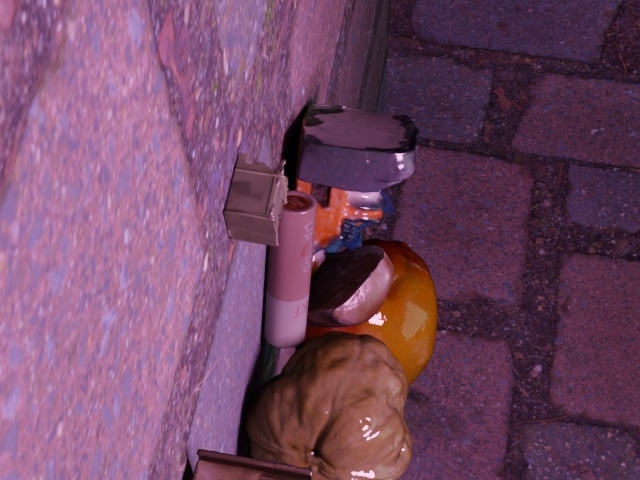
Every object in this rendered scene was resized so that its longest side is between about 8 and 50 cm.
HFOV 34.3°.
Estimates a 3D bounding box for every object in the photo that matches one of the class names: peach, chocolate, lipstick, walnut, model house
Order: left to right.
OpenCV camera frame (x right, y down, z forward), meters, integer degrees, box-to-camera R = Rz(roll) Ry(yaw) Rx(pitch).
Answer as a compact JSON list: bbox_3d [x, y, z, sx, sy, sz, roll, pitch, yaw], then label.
[{"bbox_3d":[-0.049,0.049,1.625,0.070,0.070,0.254,-72,170,-58],"label":"lipstick"},{"bbox_3d":[0.017,0.295,1.657,0.277,0.253,0.282,-70,152,-65],"label":"walnut"},{"bbox_3d":[0.035,0.092,1.750,0.157,0.080,0.254,-49,-161,-22],"label":"chocolate"},{"bbox_3d":[0.037,-0.060,1.724,0.271,0.190,0.300,-91,-167,-69],"label":"model house"},{"bbox_3d":[0.113,0.172,2.285,0.373,0.290,0.372,-27,133,-33],"label":"peach"}]

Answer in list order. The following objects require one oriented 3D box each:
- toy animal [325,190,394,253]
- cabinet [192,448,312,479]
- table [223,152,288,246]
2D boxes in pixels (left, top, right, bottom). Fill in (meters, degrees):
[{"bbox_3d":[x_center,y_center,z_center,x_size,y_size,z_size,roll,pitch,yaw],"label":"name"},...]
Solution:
[{"bbox_3d":[0.037,-0.031,2.024,0.239,0.255,0.176,-42,-165,-9],"label":"toy animal"},{"bbox_3d":[-0.100,0.377,1.246,0.215,0.148,0.174,98,4,-59],"label":"cabinet"},{"bbox_3d":[-0.075,-0.049,1.250,0.079,0.062,0.083,88,11,-65],"label":"table"}]
